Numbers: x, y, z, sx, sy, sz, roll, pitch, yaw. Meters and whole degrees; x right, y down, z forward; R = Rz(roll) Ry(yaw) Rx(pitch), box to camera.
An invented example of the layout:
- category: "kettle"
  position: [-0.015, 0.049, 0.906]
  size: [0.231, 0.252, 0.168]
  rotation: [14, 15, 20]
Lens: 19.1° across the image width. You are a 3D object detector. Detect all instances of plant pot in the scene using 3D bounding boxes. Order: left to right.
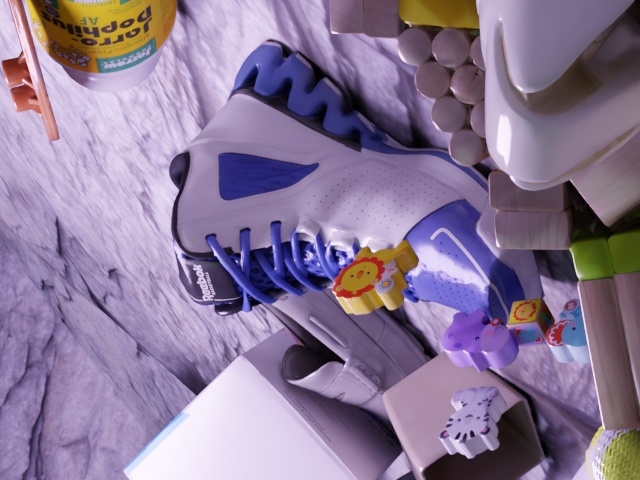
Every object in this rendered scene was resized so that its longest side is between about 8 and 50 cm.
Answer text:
- category: "plant pot"
  position: [0.113, 0.161, 1.631]
  size: [0.096, 0.109, 0.109]
  rotation: [48, 169, 37]

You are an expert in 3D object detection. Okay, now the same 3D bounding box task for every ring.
- category: "ring"
  position: [-0.263, -0.237, 1.485]
  size: [0.336, 0.032, 0.336]
  rotation: [164, 90, -84]

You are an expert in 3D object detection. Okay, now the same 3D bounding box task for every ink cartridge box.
- category: "ink cartridge box"
  position: [-0.037, 0.195, 1.797]
  size: [0.168, 0.171, 0.232]
  rotation: [47, -162, 5]

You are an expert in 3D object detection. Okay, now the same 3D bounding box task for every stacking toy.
- category: "stacking toy"
  position: [0.140, 0.063, 1.236]
  size: [0.221, 0.052, 0.167]
  rotation: [-10, 131, 31]

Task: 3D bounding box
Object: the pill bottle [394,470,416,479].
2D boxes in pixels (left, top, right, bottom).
- category: "pill bottle"
  position: [0.191, 0.382, 1.759]
  size: [0.363, 0.210, 0.210]
  rotation: [35, 161, 37]

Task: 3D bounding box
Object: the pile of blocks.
- category: "pile of blocks"
  position: [0.145, -0.066, 1.027]
  size: [0.362, 0.149, 0.112]
  rotation: [55, -152, 3]

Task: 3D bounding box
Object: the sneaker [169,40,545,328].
- category: "sneaker"
  position: [-0.001, -0.001, 1.374]
  size: [0.315, 0.182, 0.127]
  rotation: [35, 162, 36]

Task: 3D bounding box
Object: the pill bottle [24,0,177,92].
- category: "pill bottle"
  position: [-0.170, -0.196, 1.456]
  size: [0.117, 0.117, 0.208]
  rotation: [43, 164, 13]

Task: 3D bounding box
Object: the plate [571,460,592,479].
- category: "plate"
  position: [0.255, 0.342, 1.514]
  size: [0.277, 0.045, 0.278]
  rotation: [42, 126, 15]

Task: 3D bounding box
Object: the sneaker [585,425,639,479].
- category: "sneaker"
  position: [0.291, 0.208, 1.347]
  size: [0.240, 0.091, 0.126]
  rotation: [45, -177, 6]

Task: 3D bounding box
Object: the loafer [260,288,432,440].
- category: "loafer"
  position: [0.014, 0.096, 1.700]
  size: [0.319, 0.111, 0.112]
  rotation: [52, 164, -18]

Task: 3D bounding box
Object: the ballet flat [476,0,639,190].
- category: "ballet flat"
  position: [0.185, -0.047, 0.772]
  size: [0.483, 0.182, 0.164]
  rotation: [41, 164, 22]
